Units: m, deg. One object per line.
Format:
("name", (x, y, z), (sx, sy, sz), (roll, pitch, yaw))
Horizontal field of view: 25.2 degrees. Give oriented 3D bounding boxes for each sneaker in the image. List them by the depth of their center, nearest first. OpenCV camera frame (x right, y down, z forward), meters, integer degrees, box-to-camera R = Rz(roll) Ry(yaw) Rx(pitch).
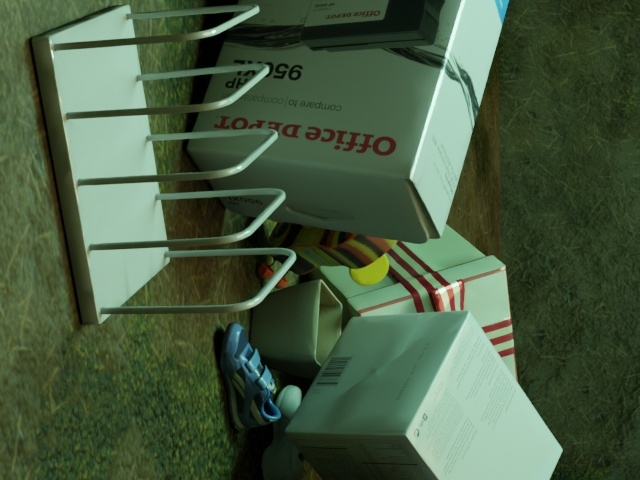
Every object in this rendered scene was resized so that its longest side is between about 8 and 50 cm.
("sneaker", (-0.085, 0.163, 1.738), (0.053, 0.059, 0.144), (-59, 142, -58))
("sneaker", (-0.035, 0.259, 1.894), (0.054, 0.061, 0.152), (68, 24, -45))

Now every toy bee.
("toy bee", (0.000, 0.000, 1.853), (0.162, 0.195, 0.298), (-58, -173, -6))

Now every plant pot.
("plant pot", (-0.034, 0.119, 1.851), (0.109, 0.096, 0.109), (54, 37, -64))

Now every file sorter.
("file sorter", (-0.139, -0.083, 1.388), (0.193, 0.173, 0.278), (-51, 136, -67))

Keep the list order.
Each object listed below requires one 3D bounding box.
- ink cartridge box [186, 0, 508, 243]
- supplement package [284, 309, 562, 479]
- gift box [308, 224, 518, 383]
("ink cartridge box", (0.045, -0.221, 1.715), (0.166, 0.285, 0.395), (57, 45, -59))
("supplement package", (0.133, 0.251, 1.785), (0.263, 0.198, 0.199), (54, 50, -29))
("gift box", (0.119, 0.146, 2.029), (0.258, 0.276, 0.255), (-137, -151, -61))
